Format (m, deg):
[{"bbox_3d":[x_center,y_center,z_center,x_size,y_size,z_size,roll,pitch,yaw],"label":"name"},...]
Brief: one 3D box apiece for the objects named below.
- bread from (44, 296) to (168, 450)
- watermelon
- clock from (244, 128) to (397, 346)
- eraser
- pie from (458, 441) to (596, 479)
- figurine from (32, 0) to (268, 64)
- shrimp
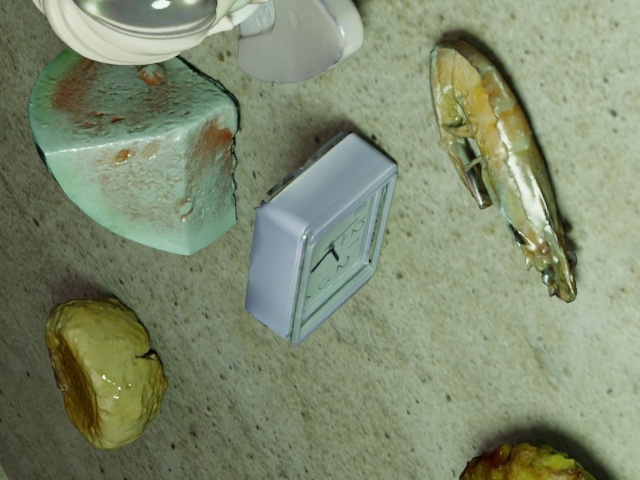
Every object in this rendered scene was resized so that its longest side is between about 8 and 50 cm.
[{"bbox_3d":[-0.327,0.198,2.268,0.244,0.134,0.244,44,147,37],"label":"bread"},{"bbox_3d":[-0.206,-0.138,1.687,0.214,0.289,0.320,-18,86,33],"label":"watermelon"},{"bbox_3d":[0.000,-0.001,1.496,0.073,0.144,0.193,36,146,20],"label":"clock"},{"bbox_3d":[-0.027,-0.232,1.420,0.243,0.059,0.204,34,142,48],"label":"eraser"},{"bbox_3d":[0.253,0.348,1.434,0.288,0.103,0.354,17,125,55],"label":"pie"},{"bbox_3d":[-0.089,-0.279,1.175,0.211,0.361,0.253,29,143,31],"label":"figurine"},{"bbox_3d":[0.157,-0.058,1.288,0.143,0.052,0.251,157,93,-73],"label":"shrimp"}]
